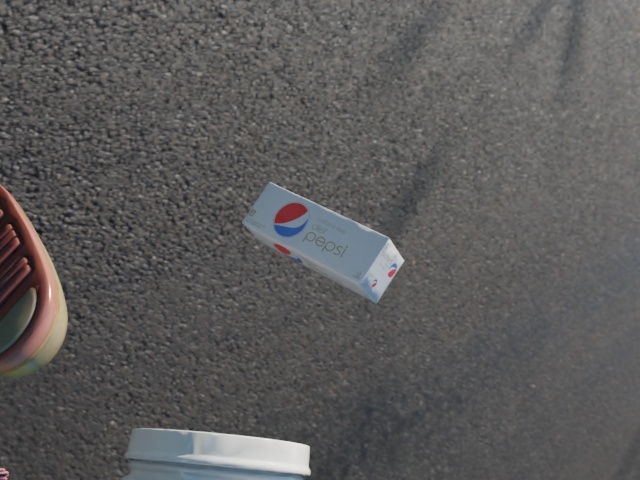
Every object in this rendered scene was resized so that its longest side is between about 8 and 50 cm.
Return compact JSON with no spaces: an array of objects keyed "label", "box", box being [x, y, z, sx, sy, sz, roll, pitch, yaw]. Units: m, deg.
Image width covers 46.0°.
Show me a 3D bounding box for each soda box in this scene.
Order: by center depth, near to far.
[{"label":"soda box","box":[0.000,0.000,1.014,0.074,0.216,0.069,-56,145,-11]}]

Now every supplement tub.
[{"label":"supplement tub","box":[-0.127,0.380,0.803,0.241,0.241,0.332,26,64,-46]}]

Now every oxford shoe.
[{"label":"oxford shoe","box":[-0.278,0.025,0.624,0.123,0.348,0.130,-48,134,-12]}]

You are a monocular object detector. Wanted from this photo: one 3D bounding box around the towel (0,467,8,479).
[{"label":"towel","box":[-0.806,0.404,1.511,0.329,0.237,0.037,34,69,-31]}]
